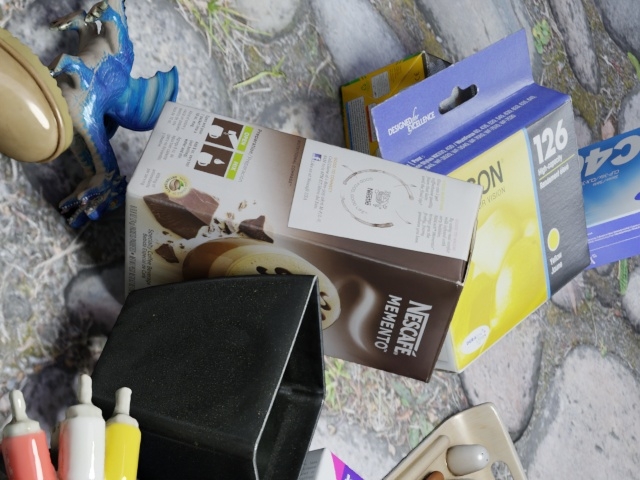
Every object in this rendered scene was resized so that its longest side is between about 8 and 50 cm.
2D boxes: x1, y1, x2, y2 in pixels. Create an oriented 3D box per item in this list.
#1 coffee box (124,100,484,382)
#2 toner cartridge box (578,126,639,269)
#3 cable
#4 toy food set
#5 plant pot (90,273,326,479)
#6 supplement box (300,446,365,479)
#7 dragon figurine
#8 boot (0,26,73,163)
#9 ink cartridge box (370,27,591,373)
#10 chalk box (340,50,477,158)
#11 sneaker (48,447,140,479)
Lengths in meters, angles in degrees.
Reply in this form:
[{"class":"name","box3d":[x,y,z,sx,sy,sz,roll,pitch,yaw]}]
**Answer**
[{"class":"coffee box","box3d":[-0.019,0.004,1.220,0.297,0.168,0.119,15,52,3]},{"class":"toner cartridge box","box3d":[0.383,-0.057,1.740,0.075,0.347,0.165,46,44,-28]},{"class":"cable","box3d":[-0.177,0.240,0.967,0.139,0.072,0.287,3,63,-38]},{"class":"toy food set","box3d":[0.162,0.342,1.509,0.306,0.092,0.220,-32,101,-52]},{"class":"plant pot","box3d":[-0.101,0.142,1.168,0.187,0.167,0.188,86,18,-49]},{"class":"supplement box","box3d":[-0.026,0.321,1.267,0.111,0.114,0.220,43,44,-31]},{"class":"dragon figurine","box3d":[-0.193,-0.145,1.267,0.144,0.085,0.289,48,47,-31]},{"class":"boot","box3d":[-0.349,-0.100,1.062,0.236,0.089,0.269,50,41,-11]},{"class":"ink cartridge box","box3d":[0.198,-0.053,1.547,0.303,0.072,0.307,-32,120,-41]},{"class":"chalk box","box3d":[0.143,-0.126,1.648,0.213,0.132,0.132,16,63,-49]},{"class":"sneaker","box3d":[-0.239,0.297,1.024,0.147,0.130,0.330,39,43,-16]}]
